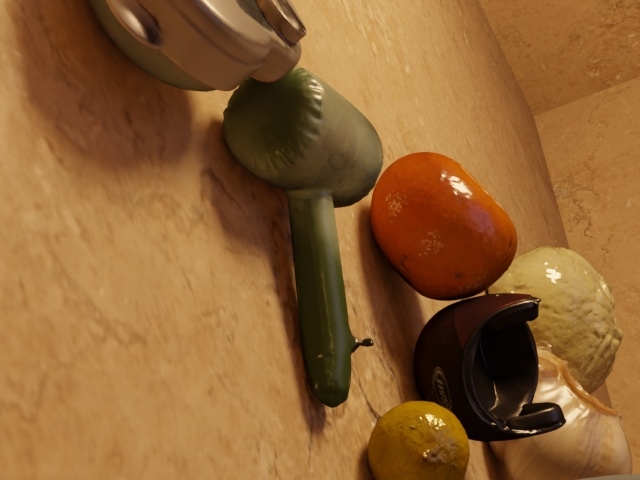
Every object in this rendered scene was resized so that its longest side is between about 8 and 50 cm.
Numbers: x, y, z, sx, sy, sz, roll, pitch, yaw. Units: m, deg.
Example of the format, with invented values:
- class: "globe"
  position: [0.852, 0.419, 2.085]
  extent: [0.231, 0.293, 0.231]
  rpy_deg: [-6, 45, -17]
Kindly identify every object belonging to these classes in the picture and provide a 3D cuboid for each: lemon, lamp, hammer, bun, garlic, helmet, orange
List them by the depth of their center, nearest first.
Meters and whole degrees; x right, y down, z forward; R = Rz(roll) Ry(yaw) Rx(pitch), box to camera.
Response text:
- class: "lamp"
  position: [-0.113, -0.199, 0.740]
  extent: [0.246, 0.108, 0.180]
  rpy_deg: [8, 53, -57]
- class: "hammer"
  position: [0.000, 0.000, 0.878]
  extent: [0.206, 0.118, 0.336]
  rpy_deg: [19, 61, -62]
- class: "lemon"
  position: [0.105, 0.226, 0.920]
  extent: [0.133, 0.109, 0.109]
  rpy_deg: [23, 50, -77]
- class: "helmet"
  position: [0.220, 0.167, 1.134]
  extent: [0.216, 0.193, 0.189]
  rpy_deg: [-14, 91, -57]
- class: "orange"
  position: [0.162, -0.017, 1.189]
  extent: [0.224, 0.170, 0.224]
  rpy_deg: [42, 10, -10]
- class: "garlic"
  position: [0.353, 0.316, 1.367]
  extent: [0.281, 0.203, 0.184]
  rpy_deg: [40, 39, 22]
- class: "bun"
  position: [0.498, 0.160, 1.789]
  extent: [0.352, 0.227, 0.349]
  rpy_deg: [55, 27, -31]

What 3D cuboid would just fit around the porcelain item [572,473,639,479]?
- class: "porcelain item"
  position: [0.209, 0.310, 0.681]
  extent: [0.179, 0.405, 0.242]
  rpy_deg: [68, 20, -7]
